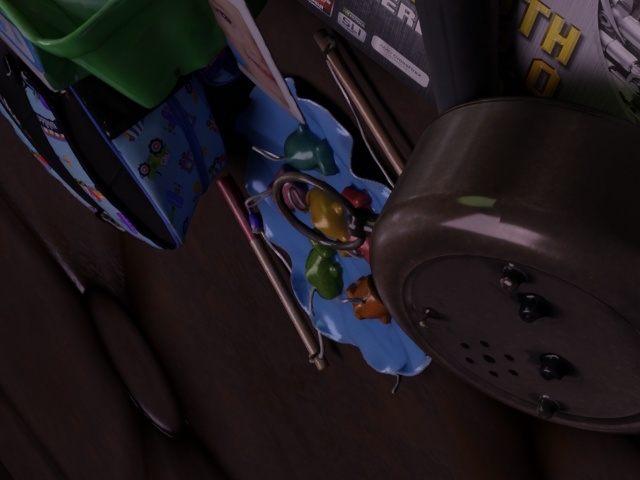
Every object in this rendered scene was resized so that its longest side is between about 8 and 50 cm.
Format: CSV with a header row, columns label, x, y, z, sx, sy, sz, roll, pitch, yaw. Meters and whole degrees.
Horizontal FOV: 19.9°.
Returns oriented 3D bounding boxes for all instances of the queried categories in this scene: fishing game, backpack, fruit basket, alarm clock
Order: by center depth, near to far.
label,x,y,z,sx,sy,sz,roll,pitch,yaw
alarm clock,0.064,0.009,0.623,0.192,0.064,0.129,16,151,29
fruit basket,-0.162,-0.220,0.807,0.327,0.165,0.353,44,179,33
fishing game,0.000,0.000,1.008,0.189,0.041,0.264,61,159,3
backpack,-0.115,-0.085,1.043,0.173,0.117,0.158,56,164,-28

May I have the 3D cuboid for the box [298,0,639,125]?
label,x,y,z,sx,sy,sz,roll,pitch,yaw
box,0.082,-0.096,0.606,0.231,0.056,0.183,39,155,11

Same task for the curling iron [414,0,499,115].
label,x,y,z,sx,sy,sz,roll,pitch,yaw
curling iron,0.047,-0.099,0.545,0.068,0.035,0.274,34,152,21
